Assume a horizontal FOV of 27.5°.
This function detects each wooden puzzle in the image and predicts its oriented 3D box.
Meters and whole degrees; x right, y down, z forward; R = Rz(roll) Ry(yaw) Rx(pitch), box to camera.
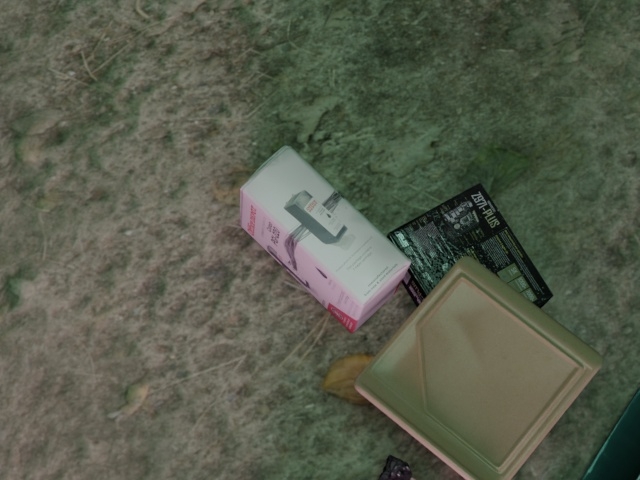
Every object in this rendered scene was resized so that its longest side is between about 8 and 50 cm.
[{"bbox_3d":[0.194,0.164,1.609,0.221,0.044,0.239,38,69,15],"label":"wooden puzzle"}]

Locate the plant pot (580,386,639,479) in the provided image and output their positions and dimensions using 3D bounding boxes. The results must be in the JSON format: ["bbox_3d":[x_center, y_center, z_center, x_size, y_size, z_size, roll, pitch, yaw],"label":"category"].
[{"bbox_3d":[0.483,0.305,1.622,0.234,0.166,0.165,38,74,-4],"label":"plant pot"}]

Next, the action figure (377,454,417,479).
[{"bbox_3d":[0.187,0.362,1.590,0.275,0.141,0.164,21,70,18],"label":"action figure"}]

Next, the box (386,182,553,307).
[{"bbox_3d":[0.190,0.040,1.716,0.147,0.077,0.180,-29,78,-12],"label":"box"}]

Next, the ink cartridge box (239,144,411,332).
[{"bbox_3d":[0.000,0.000,1.671,0.092,0.158,0.218,-42,80,-14],"label":"ink cartridge box"}]
